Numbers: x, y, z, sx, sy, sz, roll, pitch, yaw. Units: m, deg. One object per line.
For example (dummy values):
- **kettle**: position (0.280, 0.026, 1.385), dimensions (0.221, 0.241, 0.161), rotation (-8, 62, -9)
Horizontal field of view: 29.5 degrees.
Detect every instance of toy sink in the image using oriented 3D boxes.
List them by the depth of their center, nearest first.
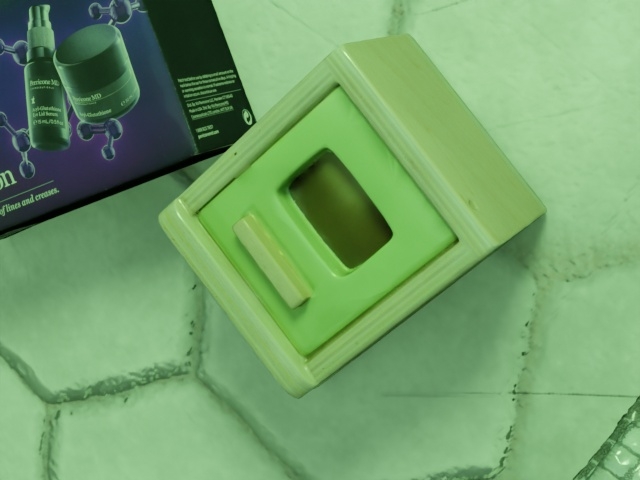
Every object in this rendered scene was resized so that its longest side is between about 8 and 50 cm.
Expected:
- **toy sink**: position (0.000, 0.000, 0.794), dimensions (0.234, 0.131, 0.153), rotation (-39, 84, 27)

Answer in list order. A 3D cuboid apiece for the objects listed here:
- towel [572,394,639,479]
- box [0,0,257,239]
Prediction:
- **towel**: position (0.212, 0.272, 0.773), dimensions (0.235, 0.121, 0.283), rotation (38, 113, 10)
- **box**: position (-0.199, -0.113, 0.878), dimensions (0.261, 0.103, 0.184), rotation (-19, 91, 27)
